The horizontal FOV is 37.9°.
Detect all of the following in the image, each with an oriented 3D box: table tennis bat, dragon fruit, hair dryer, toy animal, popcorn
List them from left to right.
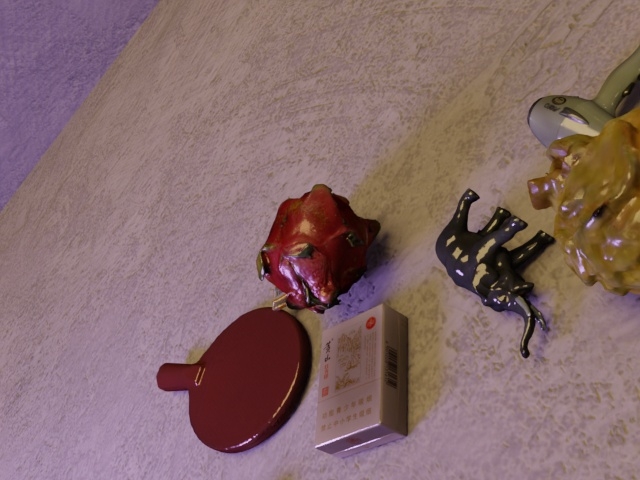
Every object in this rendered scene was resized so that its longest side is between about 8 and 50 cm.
[{"bbox_3d":[-0.167,0.247,1.676,0.414,0.051,0.268,-9,56,47],"label":"table tennis bat"},{"bbox_3d":[0.005,0.021,1.533,0.198,0.269,0.200,-11,81,10],"label":"dragon fruit"},{"bbox_3d":[0.249,0.031,1.275,0.137,0.082,0.269,-53,37,13],"label":"toy animal"},{"bbox_3d":[0.359,-0.051,1.064,0.266,0.192,0.233,22,101,39],"label":"popcorn"},{"bbox_3d":[0.428,-0.179,1.227,0.267,0.092,0.229,-39,45,12],"label":"hair dryer"}]

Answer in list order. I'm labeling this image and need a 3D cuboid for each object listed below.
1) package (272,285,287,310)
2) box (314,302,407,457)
[{"bbox_3d":[-0.041,0.066,1.653,0.108,0.031,0.121,-27,37,18],"label":"package"},{"bbox_3d":[0.062,0.210,1.394,0.141,0.058,0.201,-30,43,36],"label":"box"}]
